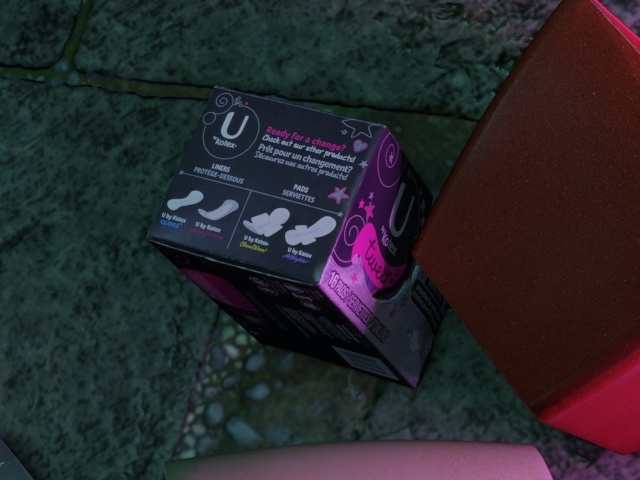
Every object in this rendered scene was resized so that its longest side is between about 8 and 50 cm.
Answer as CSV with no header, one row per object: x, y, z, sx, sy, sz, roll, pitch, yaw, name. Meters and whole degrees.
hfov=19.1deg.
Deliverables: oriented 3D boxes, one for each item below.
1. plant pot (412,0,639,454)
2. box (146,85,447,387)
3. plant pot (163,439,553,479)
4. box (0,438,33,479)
0.233,0.011,1.446,0.236,0.267,0.267,-43,59,13,plant pot
0.000,0.000,1.533,0.163,0.247,0.142,15,74,26,box
0.047,0.251,1.424,0.274,0.256,0.256,-16,61,-4,plant pot
-0.302,0.277,1.599,0.183,0.056,0.231,-30,56,-22,box
